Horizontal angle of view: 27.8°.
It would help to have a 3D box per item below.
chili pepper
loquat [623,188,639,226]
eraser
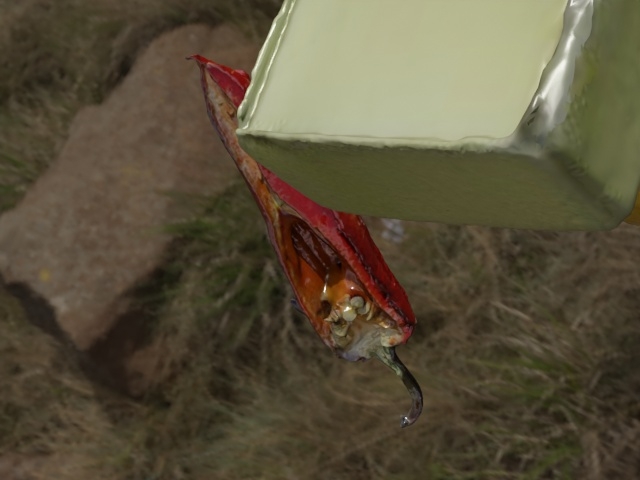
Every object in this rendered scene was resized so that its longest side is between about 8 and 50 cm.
[{"bbox_3d":[0.000,0.000,0.745,0.059,0.268,0.050,-20,23,30],"label":"chili pepper"},{"bbox_3d":[0.352,-0.144,1.356,0.275,0.275,0.275,-18,59,34],"label":"loquat"},{"bbox_3d":[0.055,-0.090,0.377,0.117,0.058,0.172,5,68,45],"label":"eraser"}]
